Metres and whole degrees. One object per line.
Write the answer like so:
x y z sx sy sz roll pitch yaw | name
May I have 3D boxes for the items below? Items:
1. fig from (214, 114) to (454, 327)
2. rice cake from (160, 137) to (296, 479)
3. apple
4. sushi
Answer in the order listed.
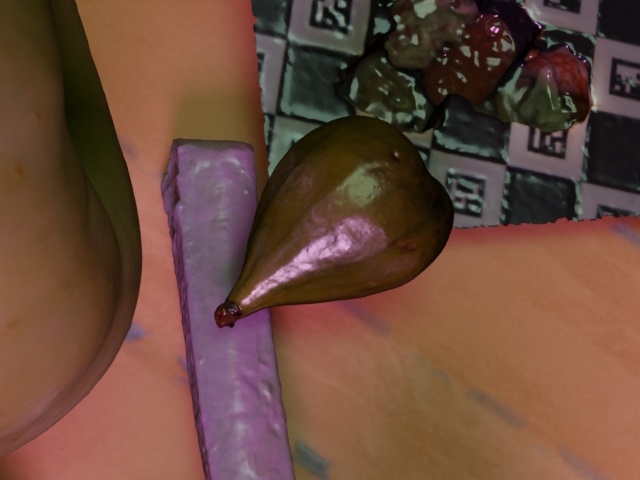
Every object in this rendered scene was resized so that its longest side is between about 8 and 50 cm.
0.017 0.003 1.389 0.126 0.133 0.185 15 61 22 | fig
-0.065 0.083 1.409 0.072 0.056 0.365 -2 65 -12 | rice cake
-0.336 -0.047 1.195 0.473 0.474 0.474 5 63 -10 | apple
0.100 -0.153 1.564 0.339 0.069 0.320 -4 75 -15 | sushi
